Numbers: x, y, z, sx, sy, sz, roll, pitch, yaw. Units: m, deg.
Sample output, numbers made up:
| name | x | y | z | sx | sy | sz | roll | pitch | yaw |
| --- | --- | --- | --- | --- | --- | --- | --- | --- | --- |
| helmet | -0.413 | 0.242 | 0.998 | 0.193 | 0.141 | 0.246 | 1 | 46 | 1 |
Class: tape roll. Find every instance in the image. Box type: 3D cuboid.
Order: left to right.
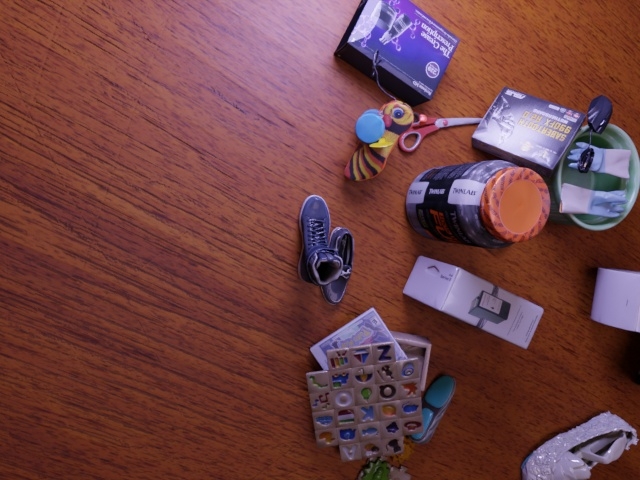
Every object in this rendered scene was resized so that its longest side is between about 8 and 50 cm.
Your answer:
| name | x | y | z | sx | sy | sz | roll | pitch | yaw |
| --- | --- | --- | --- | --- | --- | --- | --- | --- | --- |
| tape roll | 0.975 | 0.183 | 1.411 | 0.246 | 0.246 | 0.168 | 5 | 94 | -18 |

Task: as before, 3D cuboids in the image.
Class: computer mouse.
| name | x | y | z | sx | sy | sz | roll | pitch | yaw |
| --- | --- | --- | --- | --- | --- | --- | --- | --- | --- |
| computer mouse | 0.729 | -0.283 | 1.222 | 0.071 | 0.041 | 0.241 | 31 | 73 | -35 |

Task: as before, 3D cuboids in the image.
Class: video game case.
| name | x | y | z | sx | sy | sz | roll | pitch | yaw |
| --- | --- | --- | --- | --- | --- | --- | --- | --- | --- |
| video game case | 0.104 | 0.303 | 1.199 | 0.201 | 0.023 | 0.183 | -34 | 88 | 6 |

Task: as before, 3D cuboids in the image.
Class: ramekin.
| name | x | y | z | sx | sy | sz | roll | pitch | yaw |
| --- | --- | --- | --- | --- | --- | --- | --- | --- | --- |
| ramekin | 0.763 | -0.183 | 1.360 | 0.304 | 0.148 | 0.303 | -2 | 95 | -18 |

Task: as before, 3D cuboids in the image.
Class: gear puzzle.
| name | x | y | z | sx | sy | sz | roll | pitch | yaw |
| --- | --- | --- | --- | --- | --- | --- | --- | --- | --- |
| gear puzzle | 0.175 | 0.705 | 1.301 | 0.176 | 0.044 | 0.338 | 35 | 84 | -17 |

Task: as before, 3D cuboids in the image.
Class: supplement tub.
| name | x | y | z | sx | sy | sz | roll | pitch | yaw |
| --- | --- | --- | --- | --- | --- | --- | --- | --- | --- |
| supplement tub | 0.375 | -0.089 | 1.143 | 0.207 | 0.338 | 0.206 | -1 | 95 | -17 |

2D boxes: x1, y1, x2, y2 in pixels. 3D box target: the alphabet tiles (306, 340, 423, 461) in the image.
| name | x | y | z | sx | sy | sz | roll | pitch | yaw |
| --- | --- | --- | --- | --- | --- | --- | --- | --- | --- |
| alphabet tiles | 0.119 | 0.420 | 1.190 | 0.286 | 0.011 | 0.342 | -8 | 107 | -2 |

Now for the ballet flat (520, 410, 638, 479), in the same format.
| name | x | y | z | sx | sy | sz | roll | pitch | yaw |
| --- | --- | --- | --- | --- | --- | --- | --- | --- | --- |
| ballet flat | 0.830 | 0.675 | 1.466 | 0.409 | 0.147 | 0.146 | -24 | 102 | -14 |

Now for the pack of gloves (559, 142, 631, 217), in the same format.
| name | x | y | z | sx | sy | sz | roll | pitch | yaw |
| --- | --- | --- | --- | --- | --- | --- | --- | --- | --- |
| pack of gloves | 0.769 | -0.163 | 1.261 | 0.232 | 0.046 | 0.194 | 3 | 94 | -18 |

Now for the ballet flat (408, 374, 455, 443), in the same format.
| name | x | y | z | sx | sy | sz | roll | pitch | yaw |
| --- | --- | --- | --- | --- | --- | --- | --- | --- | --- |
| ballet flat | 0.323 | 0.485 | 1.326 | 0.213 | 0.072 | 0.068 | -54 | 136 | -12 |

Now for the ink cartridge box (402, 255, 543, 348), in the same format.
| name | x | y | z | sx | sy | sz | roll | pitch | yaw |
| --- | --- | --- | --- | --- | --- | --- | --- | --- | --- |
| ink cartridge box | 0.400 | 0.161 | 1.241 | 0.289 | 0.211 | 0.121 | 25 | 88 | -17 |

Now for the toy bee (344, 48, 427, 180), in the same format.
| name | x | y | z | sx | sy | sz | roll | pitch | yaw |
| --- | --- | --- | --- | --- | --- | --- | --- | --- | --- |
| toy bee | 0.165 | -0.271 | 1.116 | 0.162 | 0.298 | 0.195 | 17 | 46 | 6 |

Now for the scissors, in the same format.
| name | x | y | z | sx | sy | sz | roll | pitch | yaw |
| --- | --- | --- | --- | --- | --- | --- | --- | --- | --- |
| scissors | 0.325 | -0.332 | 1.272 | 0.297 | 0.021 | 0.108 | -23 | 100 | -13 |

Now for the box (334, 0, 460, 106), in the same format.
| name | x | y | z | sx | sy | sz | roll | pitch | yaw |
| --- | --- | --- | --- | --- | --- | --- | --- | --- | --- |
| box | 0.196 | -0.494 | 1.177 | 0.261 | 0.103 | 0.184 | 27 | 89 | -18 |

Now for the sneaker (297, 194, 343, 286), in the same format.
| name | x | y | z | sx | sy | sz | roll | pitch | yaw |
| --- | --- | --- | --- | --- | --- | --- | --- | --- | --- |
| sneaker | 0.002 | 0.001 | 1.124 | 0.086 | 0.163 | 0.226 | 1 | 93 | -16 |

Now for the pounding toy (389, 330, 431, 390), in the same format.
| name | x | y | z | sx | sy | sz | roll | pitch | yaw |
| --- | --- | --- | --- | --- | --- | --- | --- | --- | --- |
| pounding toy | 0.179 | 0.340 | 1.251 | 0.206 | 0.094 | 0.180 | 9 | 93 | 7 |

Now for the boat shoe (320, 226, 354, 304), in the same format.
| name | x | y | z | sx | sy | sz | roll | pitch | yaw |
| --- | --- | --- | --- | --- | --- | --- | --- | --- | --- |
| boat shoe | 0.047 | 0.068 | 1.194 | 0.075 | 0.065 | 0.205 | 7 | 93 | -19 |

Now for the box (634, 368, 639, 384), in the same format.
| name | x | y | z | sx | sy | sz | roll | pitch | yaw |
| --- | --- | --- | --- | --- | --- | --- | --- | --- | --- |
| box | 1.140 | 0.346 | 1.486 | 0.077 | 0.242 | 0.307 | 23 | 88 | 21 |

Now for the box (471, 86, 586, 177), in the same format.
| name | x | y | z | sx | sy | sz | roll | pitch | yaw |
| --- | --- | --- | --- | --- | --- | --- | --- | --- | --- |
| box | 0.562 | -0.299 | 1.263 | 0.231 | 0.056 | 0.183 | 32 | 82 | 25 |
